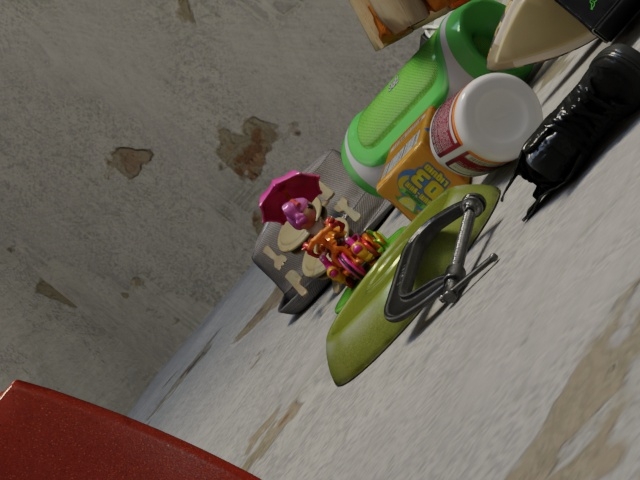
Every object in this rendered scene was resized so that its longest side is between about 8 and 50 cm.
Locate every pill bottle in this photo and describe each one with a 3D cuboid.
[{"bbox_3d":[0.155,-0.109,1.637,0.086,0.086,0.152,-51,5,-11],"label":"pill bottle"}]

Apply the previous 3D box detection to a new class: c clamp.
[{"bbox_3d":[0.108,0.012,1.415,0.137,0.022,0.160,-40,19,30],"label":"c clamp"}]

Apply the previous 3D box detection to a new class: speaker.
[{"bbox_3d":[0.140,-0.168,2.064,0.296,0.131,0.131,-46,6,49],"label":"speaker"}]

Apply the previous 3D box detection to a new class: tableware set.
[{"bbox_3d":[0.000,0.000,2.174,0.128,0.039,0.194,-54,25,4],"label":"tableware set"}]

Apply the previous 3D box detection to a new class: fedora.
[{"bbox_3d":[-0.001,-0.031,2.350,0.275,0.124,0.243,-50,5,15],"label":"fedora"}]

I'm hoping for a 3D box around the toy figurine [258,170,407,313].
[{"bbox_3d":[0.000,-0.009,1.918,0.130,0.159,0.173,-50,5,11],"label":"toy figurine"}]

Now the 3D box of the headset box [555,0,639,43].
[{"bbox_3d":[0.250,-0.355,1.559,0.246,0.283,0.131,-49,-11,12],"label":"headset box"}]

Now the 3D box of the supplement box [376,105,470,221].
[{"bbox_3d":[0.119,-0.080,1.847,0.080,0.078,0.233,-46,6,17],"label":"supplement box"}]

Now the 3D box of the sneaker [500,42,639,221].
[{"bbox_3d":[0.192,-0.080,1.274,0.089,0.051,0.170,-52,0,-21],"label":"sneaker"}]

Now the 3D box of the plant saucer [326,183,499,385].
[{"bbox_3d":[0.077,0.032,1.582,0.241,0.037,0.241,-49,4,5],"label":"plant saucer"}]

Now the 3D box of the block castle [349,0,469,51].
[{"bbox_3d":[0.210,-0.421,1.982,0.453,0.212,0.303,-28,3,-1],"label":"block castle"}]

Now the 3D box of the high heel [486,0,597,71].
[{"bbox_3d":[0.278,-0.272,1.755,0.261,0.093,0.186,-42,4,15],"label":"high heel"}]

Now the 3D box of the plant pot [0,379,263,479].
[{"bbox_3d":[-0.218,0.268,1.288,0.267,0.236,0.267,-45,7,50],"label":"plant pot"}]

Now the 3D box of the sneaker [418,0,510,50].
[{"bbox_3d":[0.193,-0.286,2.424,0.330,0.146,0.122,-51,5,18],"label":"sneaker"}]
